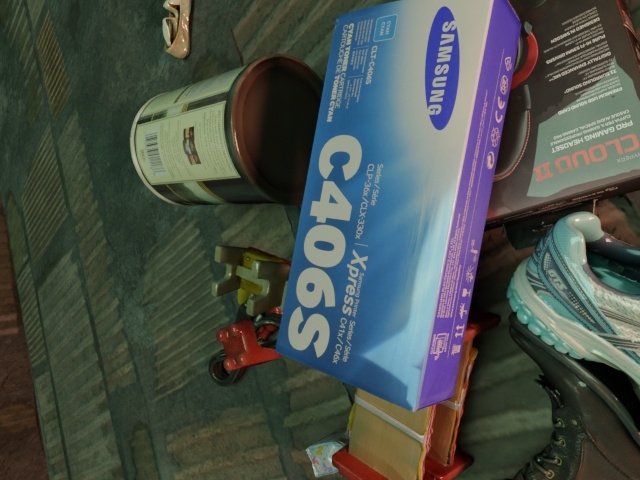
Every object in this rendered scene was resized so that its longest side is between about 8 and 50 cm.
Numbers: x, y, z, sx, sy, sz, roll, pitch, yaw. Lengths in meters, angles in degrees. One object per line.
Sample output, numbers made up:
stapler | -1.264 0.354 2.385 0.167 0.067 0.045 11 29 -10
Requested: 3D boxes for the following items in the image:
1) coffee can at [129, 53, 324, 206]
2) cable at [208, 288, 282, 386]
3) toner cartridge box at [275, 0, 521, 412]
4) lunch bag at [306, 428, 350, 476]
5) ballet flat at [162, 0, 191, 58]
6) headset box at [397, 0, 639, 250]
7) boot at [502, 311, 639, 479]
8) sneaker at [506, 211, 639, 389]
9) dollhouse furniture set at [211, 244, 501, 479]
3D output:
coffee can | -0.138 -0.155 0.713 0.275 0.201 0.201 4 94 42
cable | -0.120 0.177 0.827 0.139 0.072 0.287 35 128 17
toner cartridge box | 0.067 -0.041 0.433 0.165 0.075 0.348 10 90 39
lunch bag | 0.034 0.304 0.660 0.083 0.071 0.053 -36 70 36
ballet flat | -0.300 -0.467 0.948 0.057 0.052 0.168 0 91 42
headset box | 0.200 -0.140 0.466 0.218 0.110 0.293 -18 80 41
boot | 0.234 0.228 0.463 0.263 0.091 0.229 50 122 27
sneaker | 0.292 0.075 0.352 0.283 0.110 0.122 31 138 27
dollhouse furniture set | 0.018 0.144 0.611 0.374 0.152 0.201 18 104 40
